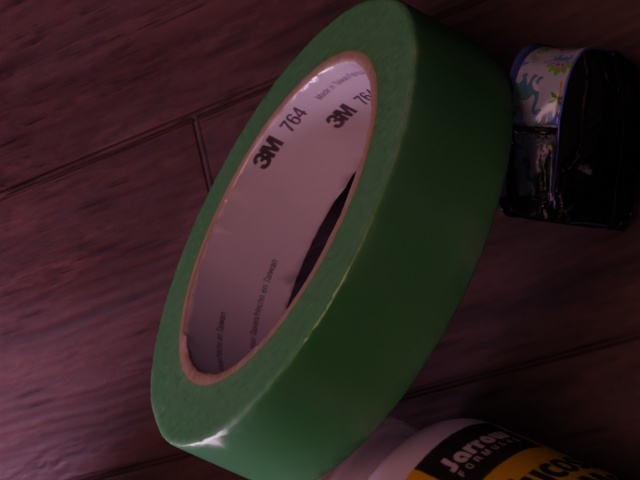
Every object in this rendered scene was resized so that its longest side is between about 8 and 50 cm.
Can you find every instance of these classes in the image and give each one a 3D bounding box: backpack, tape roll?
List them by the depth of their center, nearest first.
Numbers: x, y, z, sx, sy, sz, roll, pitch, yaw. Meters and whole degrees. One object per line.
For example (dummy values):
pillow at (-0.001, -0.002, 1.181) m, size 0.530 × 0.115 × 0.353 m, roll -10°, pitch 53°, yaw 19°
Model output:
backpack at (0.151, -0.068, 1.203) m, size 0.084 × 0.105 × 0.114 m, roll 8°, pitch 92°, yaw 36°
tape roll at (0.000, 0.000, 1.224) m, size 0.321 × 0.077 × 0.321 m, roll -49°, pitch 25°, yaw 32°

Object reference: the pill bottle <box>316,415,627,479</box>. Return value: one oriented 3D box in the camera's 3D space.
pill bottle at (0.129, 0.224, 1.182) m, size 0.334 × 0.188 × 0.188 m, roll 21°, pitch 105°, yaw 35°
